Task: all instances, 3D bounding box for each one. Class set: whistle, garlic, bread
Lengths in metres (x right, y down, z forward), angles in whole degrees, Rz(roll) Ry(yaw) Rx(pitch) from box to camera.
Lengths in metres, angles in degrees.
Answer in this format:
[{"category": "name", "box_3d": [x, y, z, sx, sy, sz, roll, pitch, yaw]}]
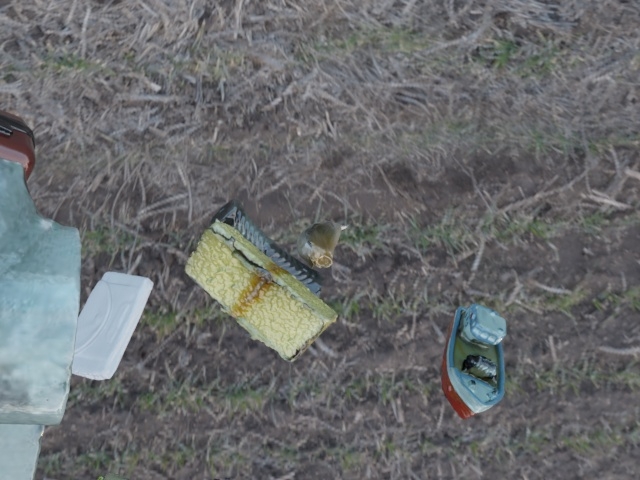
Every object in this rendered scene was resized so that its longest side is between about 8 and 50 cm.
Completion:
[{"category": "whistle", "box_3d": [-0.337, 0.126, 0.752, 0.168, 0.188, 0.404, 7, 126, -23]}, {"category": "garlic", "box_3d": [-0.005, 0.005, 1.593, 0.084, 0.152, 0.066, 30, 125, -6]}, {"category": "bread", "box_3d": [-0.101, 0.082, 1.374, 0.266, 0.142, 0.178, 43, 125, 3]}]

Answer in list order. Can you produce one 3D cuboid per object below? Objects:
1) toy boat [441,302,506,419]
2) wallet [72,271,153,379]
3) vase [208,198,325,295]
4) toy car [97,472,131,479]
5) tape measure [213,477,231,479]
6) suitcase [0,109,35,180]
[{"category": "toy boat", "box_3d": [0.368, 0.273, 1.831, 0.145, 0.331, 0.133, 24, 127, -5]}, {"category": "wallet", "box_3d": [-0.354, 0.136, 1.295, 0.124, 0.182, 0.032, 6, 153, 32]}, {"category": "vase", "box_3d": [-0.107, 0.026, 1.520, 0.115, 0.115, 0.237, -40, 109, 11]}, {"category": "toy car", "box_3d": [-0.210, 0.428, 0.980, 0.248, 0.198, 0.204, 28, 151, 3]}, {"category": "tape measure", "box_3d": [-0.250, 0.689, 1.700, 0.271, 0.231, 0.133, -46, 141, 5]}, {"category": "suitcase", "box_3d": [-0.627, -0.128, 1.252, 0.297, 0.161, 0.236, 20, 112, -37]}]
